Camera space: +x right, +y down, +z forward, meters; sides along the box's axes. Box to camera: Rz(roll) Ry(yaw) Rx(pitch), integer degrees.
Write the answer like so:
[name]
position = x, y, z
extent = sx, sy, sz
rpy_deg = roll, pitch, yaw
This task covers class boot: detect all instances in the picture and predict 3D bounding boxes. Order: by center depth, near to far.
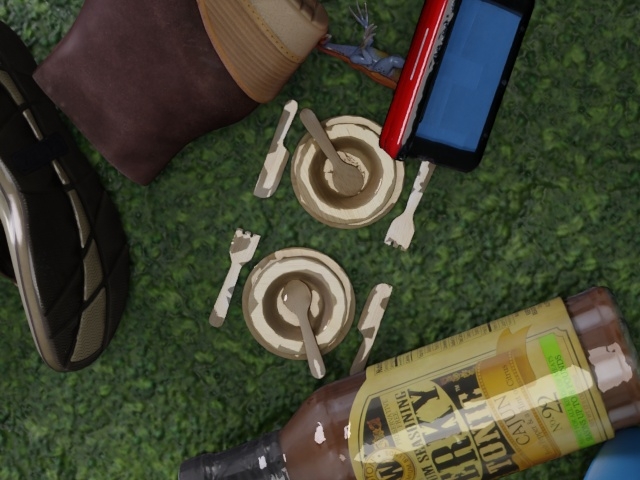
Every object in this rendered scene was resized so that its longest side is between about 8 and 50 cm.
[boot]
position = -0.140, -0.170, 0.916
extent = 0.207, 0.090, 0.248
rpy_deg = -33, 108, 29

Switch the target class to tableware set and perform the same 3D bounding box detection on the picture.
[tableware set]
position = 0.000, 0.000, 0.988
extent = 0.128, 0.039, 0.194
rpy_deg = 20, 99, 2

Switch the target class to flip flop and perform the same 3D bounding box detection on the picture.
[flip flop]
position = -0.229, -0.034, 0.979
extent = 0.080, 0.112, 0.277
rpy_deg = -20, 98, 33

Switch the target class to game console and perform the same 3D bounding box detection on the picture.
[game console]
position = 0.102, -0.118, 0.916
extent = 0.085, 0.124, 0.144
rpy_deg = 17, 98, -6

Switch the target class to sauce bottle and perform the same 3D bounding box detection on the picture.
[sauce bottle]
position = 0.066, 0.139, 0.965
extent = 0.344, 0.111, 0.111
rpy_deg = -23, 95, 8

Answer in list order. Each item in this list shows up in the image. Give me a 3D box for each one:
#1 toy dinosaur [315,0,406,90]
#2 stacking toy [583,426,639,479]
[toy dinosaur]
position = 0.035, -0.131, 0.965
extent = 0.082, 0.047, 0.090
rpy_deg = -3, 98, 7
[stacking toy]
position = 0.221, 0.303, 0.963
extent = 0.175, 0.166, 0.301
rpy_deg = 30, 110, 16
